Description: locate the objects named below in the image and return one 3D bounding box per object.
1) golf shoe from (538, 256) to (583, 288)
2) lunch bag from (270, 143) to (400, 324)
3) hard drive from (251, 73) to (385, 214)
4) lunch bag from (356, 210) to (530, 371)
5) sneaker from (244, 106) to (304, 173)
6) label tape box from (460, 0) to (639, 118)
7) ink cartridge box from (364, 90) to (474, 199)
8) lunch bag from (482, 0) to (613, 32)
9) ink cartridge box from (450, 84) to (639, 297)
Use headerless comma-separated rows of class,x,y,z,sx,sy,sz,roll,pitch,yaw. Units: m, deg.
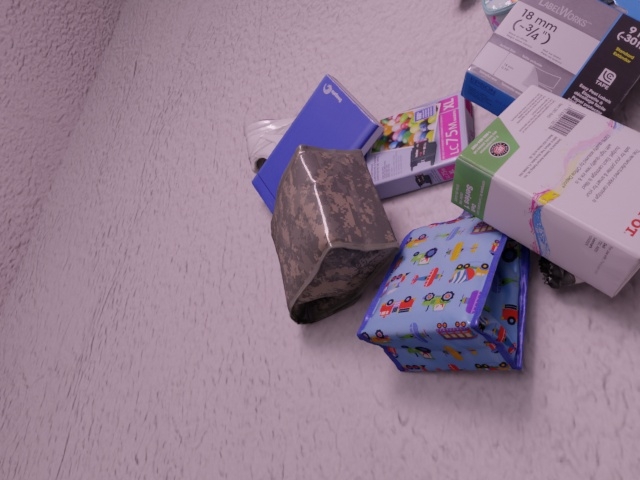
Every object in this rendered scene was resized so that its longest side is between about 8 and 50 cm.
golf shoe,0.392,-0.013,0.864,0.093,0.077,0.198,-5,56,12
lunch bag,0.000,0.000,1.051,0.287,0.168,0.235,-56,43,47
hard drive,-0.018,-0.188,1.223,0.319,0.040,0.210,-51,53,22
lunch bag,0.218,0.056,0.898,0.220,0.138,0.293,-14,44,44
sneaker,-0.055,-0.245,1.356,0.305,0.114,0.152,-10,76,32
label tape box,0.443,-0.344,0.943,0.240,0.106,0.334,36,86,15
ink cartridge box,0.170,-0.188,1.154,0.311,0.065,0.186,-16,52,31
lunch bag,0.481,-0.555,1.127,0.279,0.108,0.224,-11,55,32
ink cartridge box,0.367,-0.081,0.793,0.278,0.117,0.201,37,67,27
